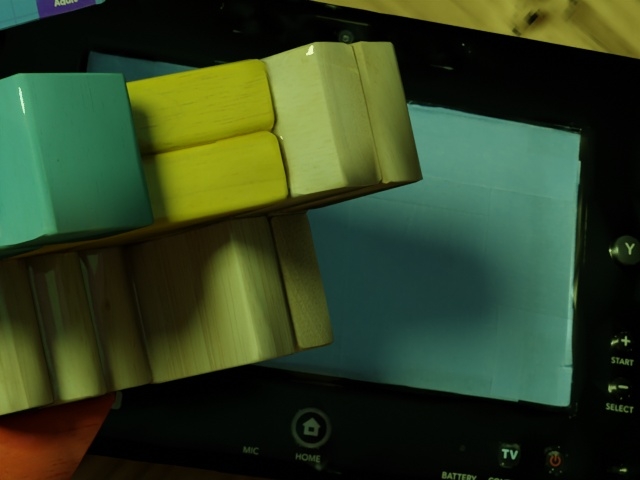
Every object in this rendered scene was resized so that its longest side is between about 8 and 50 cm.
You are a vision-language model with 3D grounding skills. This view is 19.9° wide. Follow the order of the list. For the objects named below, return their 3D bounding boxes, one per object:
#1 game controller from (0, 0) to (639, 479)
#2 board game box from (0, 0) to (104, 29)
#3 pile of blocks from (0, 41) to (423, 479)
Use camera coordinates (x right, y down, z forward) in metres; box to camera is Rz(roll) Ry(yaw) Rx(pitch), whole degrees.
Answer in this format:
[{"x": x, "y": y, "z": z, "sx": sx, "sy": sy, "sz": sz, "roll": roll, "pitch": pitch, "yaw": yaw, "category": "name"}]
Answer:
[{"x": 0.000, "y": 0.000, "z": 0.621, "sx": 0.319, "sy": 0.067, "sz": 0.166, "roll": 8, "pitch": 65, "yaw": -11, "category": "game controller"}, {"x": -0.177, "y": -0.088, "z": 0.546, "sx": 0.160, "sy": 0.210, "sz": 0.047, "roll": -19, "pitch": 113, "yaw": -22, "category": "board game box"}, {"x": -0.143, "y": 0.032, "z": 0.489, "sx": 0.362, "sy": 0.149, "sz": 0.112, "roll": -12, "pitch": 87, "yaw": -4, "category": "pile of blocks"}]
